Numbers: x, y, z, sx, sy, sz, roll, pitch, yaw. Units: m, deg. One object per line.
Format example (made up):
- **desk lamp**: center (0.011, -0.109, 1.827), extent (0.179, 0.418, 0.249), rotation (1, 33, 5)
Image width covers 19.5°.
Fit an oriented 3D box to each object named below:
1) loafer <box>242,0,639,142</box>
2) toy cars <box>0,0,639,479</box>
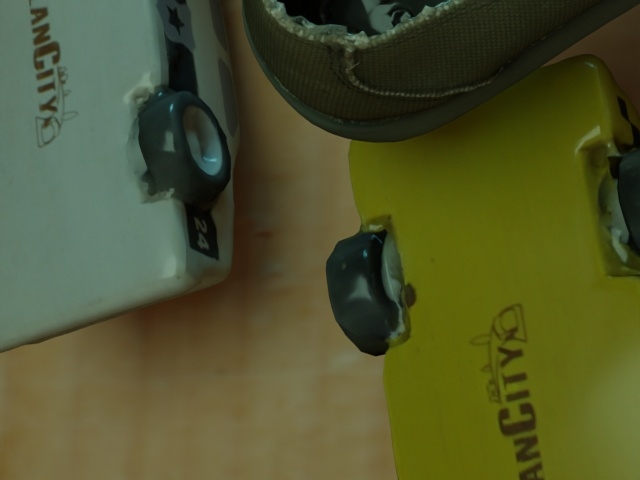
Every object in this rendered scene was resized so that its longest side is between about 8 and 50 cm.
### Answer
- **loafer**: center (0.084, -0.107, 0.426), extent (0.251, 0.087, 0.094), rotation (-39, 84, 12)
- **toy cars**: center (0.000, 0.000, 0.566), extent (0.394, 0.087, 0.176), rotation (37, 96, 32)
